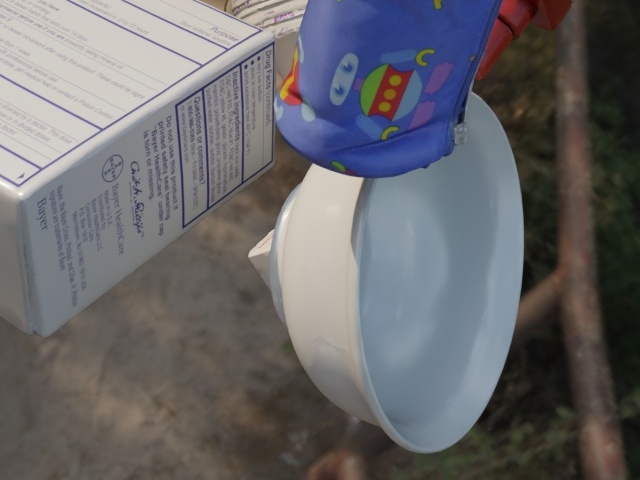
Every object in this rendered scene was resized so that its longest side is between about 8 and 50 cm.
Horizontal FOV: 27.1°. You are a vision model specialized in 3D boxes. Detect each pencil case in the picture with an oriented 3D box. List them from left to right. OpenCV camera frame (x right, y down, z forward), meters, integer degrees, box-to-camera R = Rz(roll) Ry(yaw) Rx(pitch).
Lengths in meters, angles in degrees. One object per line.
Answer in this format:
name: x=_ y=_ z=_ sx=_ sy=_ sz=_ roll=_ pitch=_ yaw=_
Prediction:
pencil case: x=0.066 y=-0.172 z=0.825 sx=0.133 sy=0.306 sz=0.119 roll=21 pitch=41 yaw=2

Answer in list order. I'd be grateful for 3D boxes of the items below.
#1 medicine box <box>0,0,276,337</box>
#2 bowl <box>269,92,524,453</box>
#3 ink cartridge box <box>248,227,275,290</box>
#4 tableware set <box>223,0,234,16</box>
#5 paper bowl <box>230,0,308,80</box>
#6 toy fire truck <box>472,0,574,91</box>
medicine box: x=-0.224 y=-0.102 z=1.107 sx=0.263 sy=0.149 sz=0.289 roll=28 pitch=47 yaw=27
bowl: x=0.050 y=0.021 z=1.097 sx=0.298 sy=0.134 sz=0.298 roll=-10 pitch=102 yaw=-58
ink cartridge box: x=0.000 y=0.000 z=1.486 sx=0.099 sy=0.135 sz=0.056 roll=-45 pitch=108 yaw=-39
tableware set: x=-0.132 y=-0.328 z=1.749 sx=0.194 sy=0.128 sz=0.039 roll=34 pitch=16 yaw=-2
paper bowl: x=0.043 y=-0.264 z=1.557 sx=0.284 sy=0.284 sz=0.148 roll=-17 pitch=94 yaw=-61
toy fire truck: x=0.099 y=-0.207 z=1.188 sx=0.217 sy=0.246 sz=0.158 roll=32 pitch=-7 yaw=26
